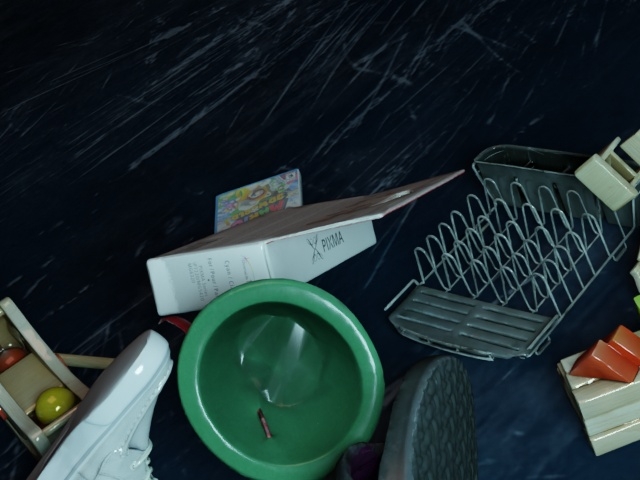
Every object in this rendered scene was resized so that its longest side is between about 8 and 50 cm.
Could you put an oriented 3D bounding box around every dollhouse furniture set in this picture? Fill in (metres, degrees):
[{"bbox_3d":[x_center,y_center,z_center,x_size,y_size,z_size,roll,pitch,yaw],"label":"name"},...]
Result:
[{"bbox_3d":[0.334,-0.044,1.138,0.101,0.161,0.182,-46,-1,-32],"label":"dollhouse furniture set"}]

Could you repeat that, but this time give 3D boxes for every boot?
[{"bbox_3d":[-0.174,0.201,1.117,0.258,0.123,0.095,-51,12,24],"label":"boot"}]

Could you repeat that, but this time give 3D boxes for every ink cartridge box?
[{"bbox_3d":[0.000,0.000,1.325,0.261,0.066,0.296,-10,7,24],"label":"ink cartridge box"}]

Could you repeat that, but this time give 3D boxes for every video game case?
[{"bbox_3d":[-0.079,-0.028,1.589,0.119,0.015,0.166,-18,32,8],"label":"video game case"}]

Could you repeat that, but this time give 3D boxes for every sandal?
[{"bbox_3d":[0.036,0.251,0.952,0.107,0.167,0.445,-2,38,23],"label":"sandal"}]

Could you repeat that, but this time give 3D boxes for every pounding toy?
[{"bbox_3d":[-0.293,0.132,1.354,0.155,0.154,0.269,-36,34,-19],"label":"pounding toy"}]

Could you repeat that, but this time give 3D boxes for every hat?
[{"bbox_3d":[-0.037,0.109,1.150,0.173,0.208,0.183,-40,-1,4],"label":"hat"}]

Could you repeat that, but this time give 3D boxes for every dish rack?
[{"bbox_3d":[0.198,0.011,1.299,0.208,0.074,0.271,12,46,44],"label":"dish rack"}]

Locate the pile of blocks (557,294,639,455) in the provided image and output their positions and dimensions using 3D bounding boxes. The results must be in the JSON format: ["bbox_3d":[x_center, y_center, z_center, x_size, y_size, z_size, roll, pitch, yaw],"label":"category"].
[{"bbox_3d":[0.367,0.083,1.048,0.362,0.112,0.149,-7,35,23],"label":"pile of blocks"}]
